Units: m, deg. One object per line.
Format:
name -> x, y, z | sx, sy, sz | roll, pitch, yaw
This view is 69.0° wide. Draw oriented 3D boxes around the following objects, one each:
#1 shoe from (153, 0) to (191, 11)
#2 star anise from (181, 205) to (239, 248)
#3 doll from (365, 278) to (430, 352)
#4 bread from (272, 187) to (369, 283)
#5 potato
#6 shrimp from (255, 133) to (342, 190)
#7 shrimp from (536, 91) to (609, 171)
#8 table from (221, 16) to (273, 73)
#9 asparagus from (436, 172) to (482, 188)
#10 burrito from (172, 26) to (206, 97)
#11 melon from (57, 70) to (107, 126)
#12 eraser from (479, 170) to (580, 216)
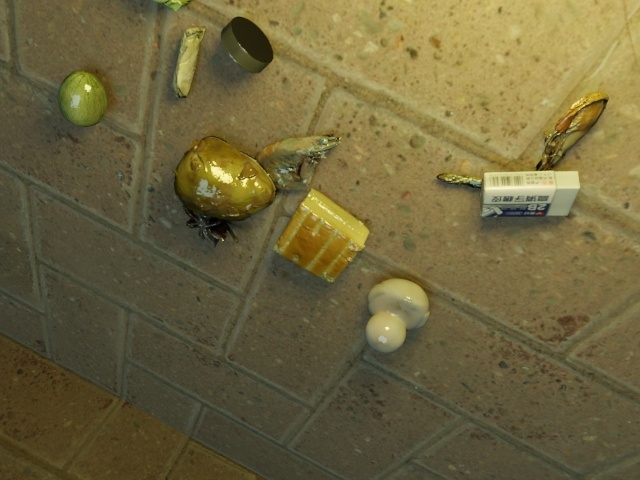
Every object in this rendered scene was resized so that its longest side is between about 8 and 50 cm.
shoe -> -0.396, -0.692, 1.114 | 0.140, 0.128, 0.262 | -17, 121, 18
star anise -> -0.380, -0.062, 1.615 | 0.231, 0.089, 0.209 | 45, 143, -6
doll -> 0.234, 0.250, 1.506 | 0.221, 0.221, 0.251 | 33, 132, -3
bread -> 0.000, 0.000, 1.478 | 0.239, 0.111, 0.246 | 35, 132, -4
potato -> -0.307, -0.153, 1.420 | 0.300, 0.196, 0.246 | 33, 143, 3
shrimp -> -0.060, -0.225, 1.364 | 0.317, 0.062, 0.164 | -11, 125, 35
shrimp -> 0.538, -0.237, 1.068 | 0.118, 0.066, 0.262 | -1, 143, -25
table -> -0.180, -0.486, 1.158 | 0.043, 0.133, 0.133 | -28, 111, 36
asparagus -> 0.389, -0.156, 1.233 | 0.165, 0.030, 0.036 | 12, 158, 15
burrito -> -0.374, -0.487, 1.294 | 0.058, 0.063, 0.229 | 13, 135, -24
melon -> -0.738, -0.433, 1.448 | 0.139, 0.139, 0.192 | 31, 128, -1
eraser -> 0.508, -0.114, 1.152 | 0.211, 0.067, 0.124 | 1, 148, 13
